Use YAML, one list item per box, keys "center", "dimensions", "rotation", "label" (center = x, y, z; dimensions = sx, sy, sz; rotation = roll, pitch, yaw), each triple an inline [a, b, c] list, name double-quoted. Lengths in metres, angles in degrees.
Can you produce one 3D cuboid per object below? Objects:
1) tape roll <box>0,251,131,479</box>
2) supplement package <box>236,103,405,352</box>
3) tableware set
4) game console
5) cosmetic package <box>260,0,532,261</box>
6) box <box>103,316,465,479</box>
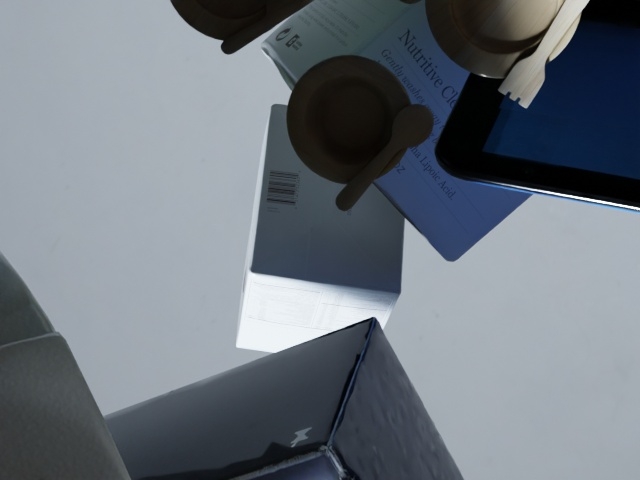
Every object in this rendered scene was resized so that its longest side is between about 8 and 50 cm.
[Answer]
- center: [-0.159, 0.180, 0.511]
  dimensions: [0.392, 0.072, 0.392]
  rotation: [34, 132, 47]
  label: "tape roll"
- center: [0.000, 0.000, 1.092]
  dimensions: [0.149, 0.194, 0.203]
  rotation: [8, 153, -4]
  label: "supplement package"
- center: [0.017, -0.107, 0.435]
  dimensions: [0.141, 0.020, 0.169]
  rotation: [-42, 92, 18]
  label: "tableware set"
- center: [0.236, -0.150, 0.601]
  dimensions: [0.293, 0.173, 0.250]
  rotation: [12, 111, 21]
  label: "game console"
- center: [0.169, -0.196, 0.868]
  dimensions: [0.385, 0.156, 0.217]
  rotation: [-42, 121, 6]
  label: "cosmetic package"
- center: [-0.033, 0.256, 0.780]
  dimensions: [0.296, 0.183, 0.294]
  rotation: [-22, 109, 22]
  label: "box"
